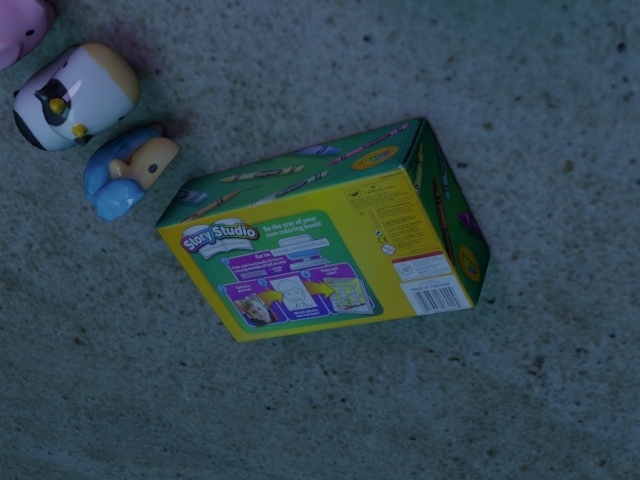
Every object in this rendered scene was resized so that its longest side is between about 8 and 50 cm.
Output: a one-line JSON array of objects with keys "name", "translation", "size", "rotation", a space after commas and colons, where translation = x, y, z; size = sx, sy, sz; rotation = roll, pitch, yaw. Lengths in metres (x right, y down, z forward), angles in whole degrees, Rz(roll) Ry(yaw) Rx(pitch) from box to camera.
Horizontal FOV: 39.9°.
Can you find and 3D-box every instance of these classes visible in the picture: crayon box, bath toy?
[{"name": "crayon box", "translation": [0.000, 0.000, 0.850], "size": [0.279, 0.081, 0.165], "rotation": [-12, 124, 30]}, {"name": "bath toy", "translation": [-0.277, -0.175, 0.774], "size": [0.151, 0.129, 0.348], "rotation": [-24, 117, 37]}]
